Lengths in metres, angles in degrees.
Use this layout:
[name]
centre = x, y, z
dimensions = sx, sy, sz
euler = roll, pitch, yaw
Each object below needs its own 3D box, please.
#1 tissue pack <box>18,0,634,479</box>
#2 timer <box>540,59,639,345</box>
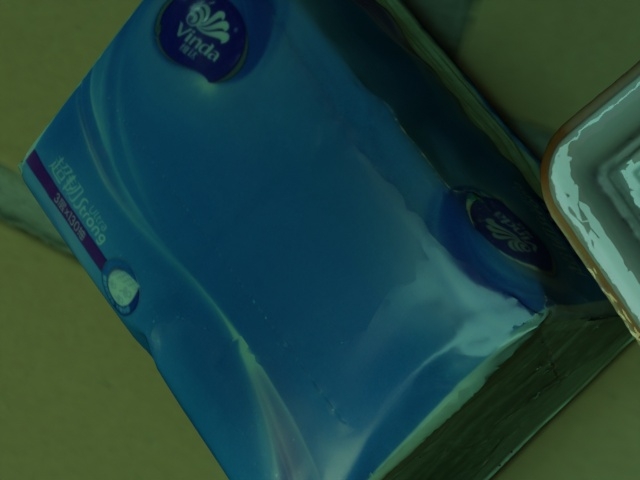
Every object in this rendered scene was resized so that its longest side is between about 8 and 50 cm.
[tissue pack]
centre = 0.000, 0.000, 0.860
dimensions = 0.198, 0.146, 0.263
euler = -48, 63, 25
[timer]
centre = 0.258, 0.004, 0.640
dimensions = 0.257, 0.161, 0.250
euler = -41, 57, 29
